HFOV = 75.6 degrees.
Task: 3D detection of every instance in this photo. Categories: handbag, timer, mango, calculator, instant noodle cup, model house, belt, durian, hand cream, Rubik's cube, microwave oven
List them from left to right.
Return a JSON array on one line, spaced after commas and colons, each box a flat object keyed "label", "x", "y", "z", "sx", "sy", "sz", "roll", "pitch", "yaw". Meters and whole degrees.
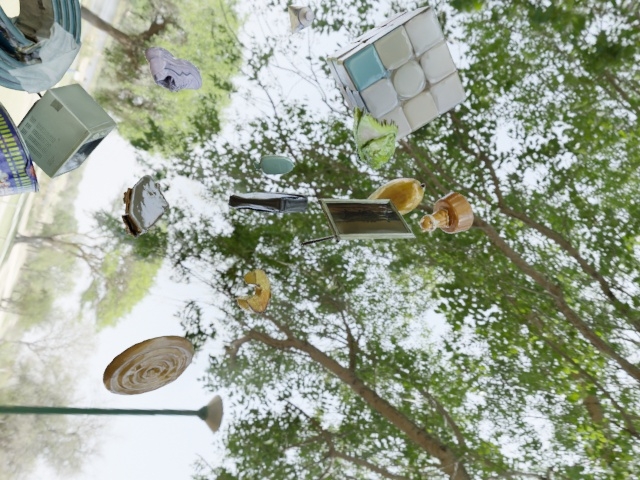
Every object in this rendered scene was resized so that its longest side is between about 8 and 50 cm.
[{"label": "instant noodle cup", "x": -0.973, "y": -0.207, "z": 1.087, "sx": 0.284, "sy": 0.313, "sz": 0.283, "roll": 28, "pitch": -49, "yaw": 37}, {"label": "belt", "x": -0.695, "y": -0.541, "z": 0.865, "sx": 0.300, "sy": 0.173, "sz": 0.436, "roll": -46, "pitch": 158, "yaw": -33}, {"label": "microwave oven", "x": -0.796, "y": -0.344, "z": 1.277, "sx": 0.241, "sy": 0.194, "sz": 0.145, "roll": -34, "pitch": -166, "yaw": 25}, {"label": "model house", "x": -0.797, "y": -0.142, "z": 1.823, "sx": 0.229, "sy": 0.199, "sz": 0.219, "roll": -18, "pitch": -158, "yaw": 48}, {"label": "handbag", "x": -0.192, "y": -0.137, "z": 1.558, "sx": 0.247, "sy": 0.223, "sz": 0.080, "roll": 6, "pitch": -79, "yaw": 25}, {"label": "calculator", "x": -0.179, "y": -0.288, "z": 1.575, "sx": 0.095, "sy": 0.153, "sz": 0.021, "roll": 85, "pitch": 2, "yaw": -53}, {"label": "hand cream", "x": -0.066, "y": -0.684, "z": 1.270, "sx": 0.142, "sy": 0.053, "sz": 0.084, "roll": 31, "pitch": -45, "yaw": 52}, {"label": "durian", "x": 0.154, "y": -0.269, "z": 1.141, "sx": 0.107, "sy": 0.375, "sz": 0.132, "roll": 13, "pitch": -96, "yaw": 16}, {"label": "mango", "x": 0.307, "y": -0.176, "z": 1.761, "sx": 0.317, "sy": 0.119, "sz": 0.176, "roll": -17, "pitch": -131, "yaw": 40}, {"label": "Rubik's cube", "x": 0.268, "y": -0.604, "z": 1.532, "sx": 0.347, "sy": 0.346, "sz": 0.344, "roll": -29, "pitch": -154, "yaw": 5}, {"label": "timer", "x": 0.378, "y": -0.068, "z": 1.298, "sx": 0.132, "sy": 0.152, "sz": 0.132, "roll": 53, "pitch": -24, "yaw": 37}]

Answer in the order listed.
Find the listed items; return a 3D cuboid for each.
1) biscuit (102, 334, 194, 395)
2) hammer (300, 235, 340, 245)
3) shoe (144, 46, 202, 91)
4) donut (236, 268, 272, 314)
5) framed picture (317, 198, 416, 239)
[{"label": "biscuit", "x": -0.494, "y": 0.372, "z": 1.205, "sx": 0.261, "sy": 0.262, "sz": 0.037, "roll": -54, "pitch": -127, "yaw": 21}, {"label": "hammer", "x": 0.000, "y": 0.000, "z": 1.673, "sx": 0.179, "sy": 0.021, "sz": 0.065, "roll": -11, "pitch": -150, "yaw": 13}, {"label": "shoe", "x": -0.538, "y": -0.609, "z": 1.543, "sx": 0.095, "sy": 0.245, "sz": 0.137, "roll": -17, "pitch": -106, "yaw": 28}, {"label": "donut", "x": -0.251, "y": 0.206, "z": 1.590, "sx": 0.078, "sy": 0.146, "sz": 0.181, "roll": -13, "pitch": -130, "yaw": 24}, {"label": "framed picture", "x": 0.137, "y": -0.070, "z": 1.229, "sx": 0.197, "sy": 0.253, "sz": 0.014, "roll": -112, "pitch": -153, "yaw": -46}]
